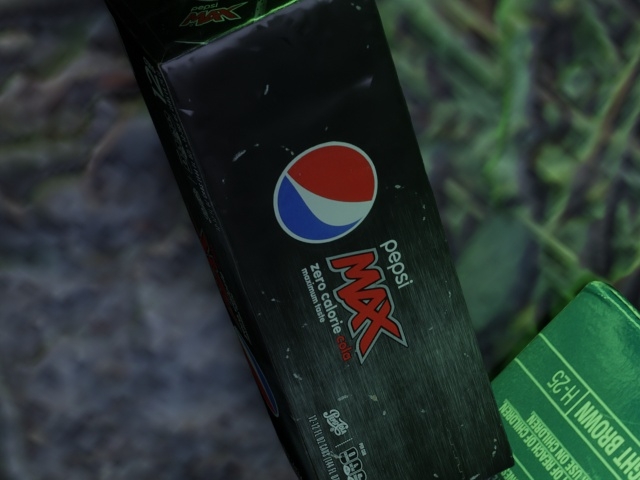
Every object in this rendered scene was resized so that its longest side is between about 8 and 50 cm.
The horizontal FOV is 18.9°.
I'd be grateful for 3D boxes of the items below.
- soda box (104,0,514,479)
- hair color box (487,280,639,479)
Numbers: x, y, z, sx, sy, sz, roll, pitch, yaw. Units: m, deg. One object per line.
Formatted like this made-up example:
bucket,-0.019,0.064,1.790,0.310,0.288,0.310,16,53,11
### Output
soda box,0.000,0.000,0.517,0.060,0.053,0.169,-26,125,-9
hair color box,0.036,0.199,0.616,0.347,0.105,0.174,-46,125,7
